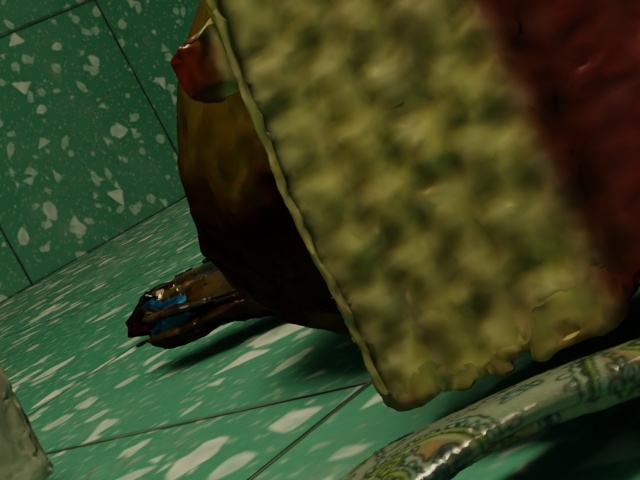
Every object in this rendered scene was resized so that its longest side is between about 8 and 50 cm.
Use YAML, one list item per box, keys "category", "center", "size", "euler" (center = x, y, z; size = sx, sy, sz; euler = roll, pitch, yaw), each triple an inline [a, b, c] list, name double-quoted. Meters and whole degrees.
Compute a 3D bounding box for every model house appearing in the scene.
- category: "model house"
  center: [0.081, -0.062, 0.466]
  size: [0.254, 0.196, 0.160]
  euler: [-23, -3, 15]

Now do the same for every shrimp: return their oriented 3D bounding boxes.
- category: "shrimp"
  center: [0.000, 0.000, 0.942]
  size: [0.290, 0.054, 0.222]
  euler: [-23, 9, 12]

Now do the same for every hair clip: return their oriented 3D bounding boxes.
- category: "hair clip"
  center: [0.042, 0.068, 0.379]
  size: [0.229, 0.036, 0.066]
  euler: [-30, 1, -17]

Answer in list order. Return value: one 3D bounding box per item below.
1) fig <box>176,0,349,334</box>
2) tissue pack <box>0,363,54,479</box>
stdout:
- category: "fig"
  center: [0.036, -0.149, 0.685]
  size: [0.286, 0.368, 0.286]
  euler: [-20, 0, 0]
- category: "tissue pack"
  center: [-0.265, 0.149, 0.730]
  size: [0.196, 0.092, 0.148]
  euler: [-24, 7, 37]
